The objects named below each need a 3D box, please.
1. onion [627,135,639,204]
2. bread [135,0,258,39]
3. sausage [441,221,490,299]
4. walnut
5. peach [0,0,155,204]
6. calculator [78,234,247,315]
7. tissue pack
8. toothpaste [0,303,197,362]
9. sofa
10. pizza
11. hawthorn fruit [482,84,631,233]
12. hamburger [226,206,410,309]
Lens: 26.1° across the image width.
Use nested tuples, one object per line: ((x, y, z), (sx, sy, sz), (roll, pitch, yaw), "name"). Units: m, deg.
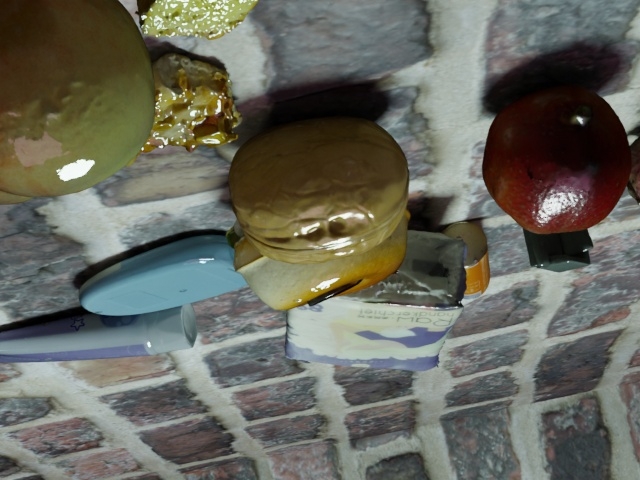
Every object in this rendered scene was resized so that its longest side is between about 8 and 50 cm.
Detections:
((0.543, -0.037, 1.636), (0.420, 0.398, 0.398), (6, 172, 30), "onion")
((-0.087, -0.225, 1.088), (0.103, 0.065, 0.187), (-3, 162, -19), "bread")
((0.217, 0.039, 2.054), (0.071, 0.071, 0.234), (-13, 161, 4), "sausage")
((0.000, -0.055, 1.504), (0.197, 0.165, 0.165), (-4, 162, 1), "walnut")
((-0.245, -0.140, 1.083), (0.232, 0.232, 0.232), (-10, 162, -3), "peach")
((-0.187, 0.046, 1.872), (0.303, 0.042, 0.188), (-17, 160, 21), "calculator")
((0.069, 0.088, 1.961), (0.242, 0.125, 0.343), (6, 161, -1), "tissue pack")
((-0.368, 0.148, 2.029), (0.371, 0.080, 0.125), (-10, 163, 12), "toothpaste")
((0.295, -0.037, 1.749), (0.060, 0.147, 0.085), (-20, 161, 34), "sofa")
((-0.142, -0.120, 1.375), (0.161, 0.062, 0.182), (-3, 159, -40), "pizza")
((0.269, -0.098, 1.540), (0.169, 0.169, 0.188), (-5, 150, -20), "hawthorn fruit")
((0.003, -0.001, 1.687), (0.237, 0.147, 0.237), (-18, 172, -3), "hamburger")
